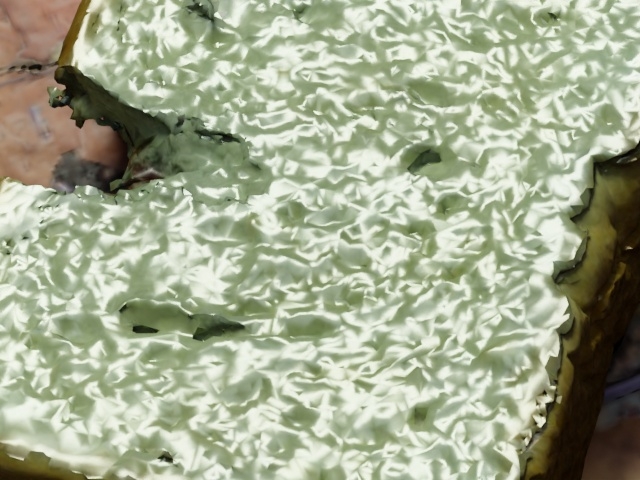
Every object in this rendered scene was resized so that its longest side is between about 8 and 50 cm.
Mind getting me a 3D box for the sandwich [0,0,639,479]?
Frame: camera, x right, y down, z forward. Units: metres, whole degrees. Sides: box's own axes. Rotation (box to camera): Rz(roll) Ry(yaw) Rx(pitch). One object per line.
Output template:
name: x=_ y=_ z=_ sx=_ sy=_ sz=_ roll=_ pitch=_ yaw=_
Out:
sandwich: x=0.000 y=-0.001 z=0.702 sx=0.249 sy=0.095 sz=0.273 roll=17 pitch=66 yaw=18
